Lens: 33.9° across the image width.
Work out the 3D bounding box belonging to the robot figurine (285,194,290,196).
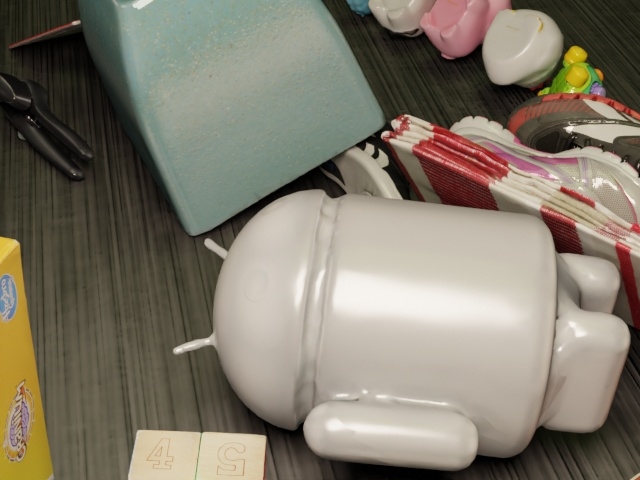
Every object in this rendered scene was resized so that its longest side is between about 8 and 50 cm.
[{"bbox_3d":[0.000,0.000,1.051,0.101,0.067,0.115,11,25,-44],"label":"robot figurine"}]

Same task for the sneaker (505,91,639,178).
[{"bbox_3d":[0.330,-0.087,1.165,0.276,0.098,0.135,20,39,17],"label":"sneaker"}]

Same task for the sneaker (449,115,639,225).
[{"bbox_3d":[0.226,-0.043,1.111,0.252,0.103,0.111,19,44,28],"label":"sneaker"}]

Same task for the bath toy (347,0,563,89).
[{"bbox_3d":[0.194,-0.303,1.417,0.348,0.129,0.151,39,94,38],"label":"bath toy"}]

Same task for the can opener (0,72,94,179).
[{"bbox_3d":[-0.319,-0.127,1.199,0.186,0.059,0.073,44,26,28],"label":"can opener"}]

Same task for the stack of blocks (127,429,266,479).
[{"bbox_3d":[-0.081,0.278,0.609,0.087,0.171,0.297,3,37,-2],"label":"stack of blocks"}]

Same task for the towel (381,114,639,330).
[{"bbox_3d":[0.223,0.003,0.959,0.329,0.237,0.037,28,80,28],"label":"towel"}]

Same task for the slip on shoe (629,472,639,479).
[{"bbox_3d":[0.333,0.176,0.788,0.331,0.101,0.123,-21,46,-22],"label":"slip on shoe"}]

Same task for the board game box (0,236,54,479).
[{"bbox_3d":[-0.298,0.114,0.681,0.242,0.317,0.064,12,40,11],"label":"board game box"}]

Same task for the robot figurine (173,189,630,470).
[{"bbox_3d":[0.065,0.067,0.865,0.353,0.200,0.300,7,34,4],"label":"robot figurine"}]

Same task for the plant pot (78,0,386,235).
[{"bbox_3d":[-0.118,-0.210,1.101,0.247,0.252,0.247,-31,46,-6],"label":"plant pot"}]

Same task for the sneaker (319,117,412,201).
[{"bbox_3d":[0.086,-0.077,1.146,0.121,0.079,0.217,-14,41,-20],"label":"sneaker"}]

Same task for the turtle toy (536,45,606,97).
[{"bbox_3d":[0.313,-0.170,1.287,0.066,0.095,0.130,24,38,-9],"label":"turtle toy"}]

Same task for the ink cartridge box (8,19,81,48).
[{"bbox_3d":[-0.240,-0.313,1.320,0.261,0.066,0.296,-20,14,-28],"label":"ink cartridge box"}]
